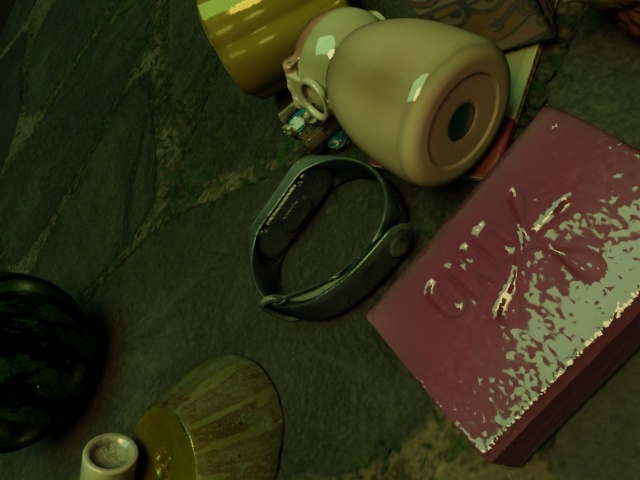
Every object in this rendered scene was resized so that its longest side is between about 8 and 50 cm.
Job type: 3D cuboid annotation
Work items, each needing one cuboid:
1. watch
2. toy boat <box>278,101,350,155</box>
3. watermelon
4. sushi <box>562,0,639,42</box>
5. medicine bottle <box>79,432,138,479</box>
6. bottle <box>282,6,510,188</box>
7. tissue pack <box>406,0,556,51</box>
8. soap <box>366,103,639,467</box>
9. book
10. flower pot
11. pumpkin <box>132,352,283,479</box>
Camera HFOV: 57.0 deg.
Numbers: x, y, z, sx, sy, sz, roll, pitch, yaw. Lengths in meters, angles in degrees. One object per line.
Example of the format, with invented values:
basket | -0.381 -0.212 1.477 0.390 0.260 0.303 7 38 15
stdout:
watch | 0.000 0.000 0.683 0.206 0.068 0.193 -52 45 6
toy boat | 0.042 -0.189 0.738 0.210 0.084 0.066 -42 52 4
watermelon | -0.468 0.173 0.877 0.269 0.269 0.269 -19 58 34
sushi | 0.306 -0.277 0.480 0.236 0.171 0.270 -28 58 28
medicine bottle | -0.254 0.328 0.681 0.059 0.059 0.230 43 126 44
bottle | 0.061 -0.166 0.610 0.236 0.147 0.147 40 97 38
tissue pack | 0.152 -0.251 0.581 0.116 0.155 0.065 -6 65 36
soap | 0.178 0.036 0.498 0.259 0.081 0.181 -50 46 11
book | 0.157 -0.179 0.663 0.162 0.022 0.231 13 78 40
flower pot | -0.046 -0.316 0.807 0.179 0.195 0.195 -19 57 18
pumpkin | -0.153 0.233 0.679 0.217 0.110 0.217 -12 68 33
